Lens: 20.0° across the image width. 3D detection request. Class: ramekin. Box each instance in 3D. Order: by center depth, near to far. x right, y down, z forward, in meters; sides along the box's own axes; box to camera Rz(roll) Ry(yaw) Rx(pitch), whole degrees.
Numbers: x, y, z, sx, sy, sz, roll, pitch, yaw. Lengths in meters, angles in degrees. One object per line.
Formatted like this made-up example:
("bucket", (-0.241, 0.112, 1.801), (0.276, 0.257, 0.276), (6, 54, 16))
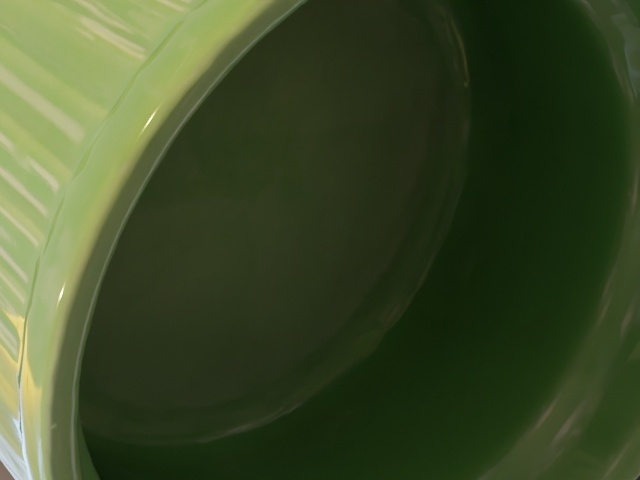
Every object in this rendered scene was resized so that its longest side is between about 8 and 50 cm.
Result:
("ramekin", (0.000, 0.000, 0.669), (0.303, 0.148, 0.303), (-19, -56, -30))
